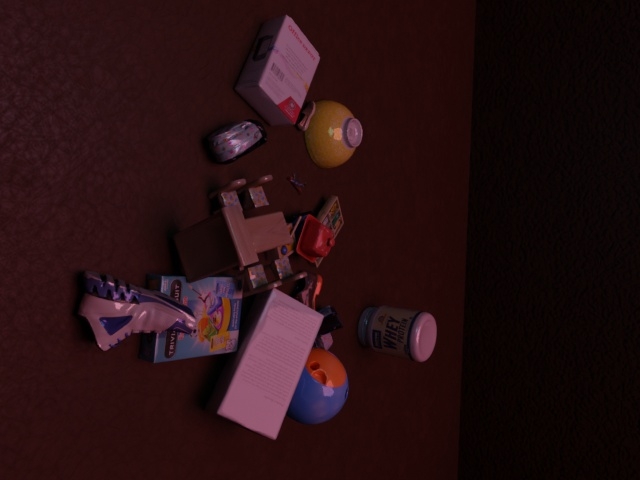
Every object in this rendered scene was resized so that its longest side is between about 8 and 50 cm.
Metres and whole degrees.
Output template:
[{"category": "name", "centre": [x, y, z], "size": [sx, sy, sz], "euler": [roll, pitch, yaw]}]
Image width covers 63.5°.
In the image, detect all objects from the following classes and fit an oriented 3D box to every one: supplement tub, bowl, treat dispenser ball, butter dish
[{"category": "supplement tub", "centre": [0.368, 0.440, 2.492], "size": [0.235, 0.324, 0.236], "euler": [-8, 100, -53]}, {"category": "bowl", "centre": [0.080, -0.444, 2.150], "size": [0.289, 0.156, 0.290], "euler": [-7, 99, -54]}, {"category": "treat dispenser ball", "centre": [-0.036, 0.553, 1.985], "size": [0.288, 0.288, 0.288], "euler": [-8, 100, -53]}, {"category": "butter dish", "centre": [0.000, 0.000, 1.994], "size": [0.160, 0.118, 0.160], "euler": [37, 67, -57]}]

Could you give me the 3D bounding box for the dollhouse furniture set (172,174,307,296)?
[{"category": "dollhouse furniture set", "centre": [-0.213, -0.017, 1.624], "size": [0.394, 0.256, 0.362], "euler": [-18, 89, -51]}]

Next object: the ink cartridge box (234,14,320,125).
[{"category": "ink cartridge box", "centre": [-0.147, -0.597, 1.844], "size": [0.226, 0.131, 0.306], "euler": [40, 60, -47]}]

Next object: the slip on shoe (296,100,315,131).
[{"category": "slip on shoe", "centre": [-0.060, -0.499, 2.047], "size": [0.041, 0.051, 0.135], "euler": [30, 75, -38]}]

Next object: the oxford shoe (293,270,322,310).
[{"category": "oxford shoe", "centre": [-0.076, 0.256, 2.085], "size": [0.098, 0.097, 0.272], "euler": [23, 69, -32]}]

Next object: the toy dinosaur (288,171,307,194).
[{"category": "toy dinosaur", "centre": [-0.095, -0.223, 2.034], "size": [0.082, 0.047, 0.090], "euler": [3, 102, -36]}]

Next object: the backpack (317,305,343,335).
[{"category": "backpack", "centre": [0.022, 0.343, 2.204], "size": [0.114, 0.084, 0.105], "euler": [-27, 121, -4]}]

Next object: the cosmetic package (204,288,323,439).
[{"category": "cosmetic package", "centre": [-0.190, 0.421, 1.801], "size": [0.230, 0.161, 0.453], "euler": [32, 65, -19]}]

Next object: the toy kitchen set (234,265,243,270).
[{"category": "toy kitchen set", "centre": [-0.294, 0.073, 1.767], "size": [0.083, 0.068, 0.075], "euler": [-20, 109, -51]}]

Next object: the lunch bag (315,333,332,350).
[{"category": "lunch bag", "centre": [0.013, 0.437, 2.240], "size": [0.071, 0.053, 0.083], "euler": [-38, 113, -48]}]

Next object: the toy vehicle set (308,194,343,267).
[{"category": "toy vehicle set", "centre": [0.014, -0.040, 2.173], "size": [0.267, 0.035, 0.166], "euler": [-59, 149, -31]}]

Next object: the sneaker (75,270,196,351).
[{"category": "sneaker", "centre": [-0.514, 0.217, 1.403], "size": [0.315, 0.127, 0.182], "euler": [24, 89, -21]}]

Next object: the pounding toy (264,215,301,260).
[{"category": "pounding toy", "centre": [-0.137, -0.011, 1.945], "size": [0.141, 0.100, 0.130], "euler": [-36, 122, -46]}]

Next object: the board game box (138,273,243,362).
[{"category": "board game box", "centre": [-0.396, 0.237, 1.636], "size": [0.336, 0.079, 0.254], "euler": [6, 88, -54]}]

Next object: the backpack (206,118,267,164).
[{"category": "backpack", "centre": [-0.282, -0.325, 1.697], "size": [0.182, 0.152, 0.115], "euler": [-43, 110, -39]}]

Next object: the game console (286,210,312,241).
[{"category": "game console", "centre": [-0.081, -0.052, 2.041], "size": [0.122, 0.107, 0.071], "euler": [-20, 71, -52]}]
